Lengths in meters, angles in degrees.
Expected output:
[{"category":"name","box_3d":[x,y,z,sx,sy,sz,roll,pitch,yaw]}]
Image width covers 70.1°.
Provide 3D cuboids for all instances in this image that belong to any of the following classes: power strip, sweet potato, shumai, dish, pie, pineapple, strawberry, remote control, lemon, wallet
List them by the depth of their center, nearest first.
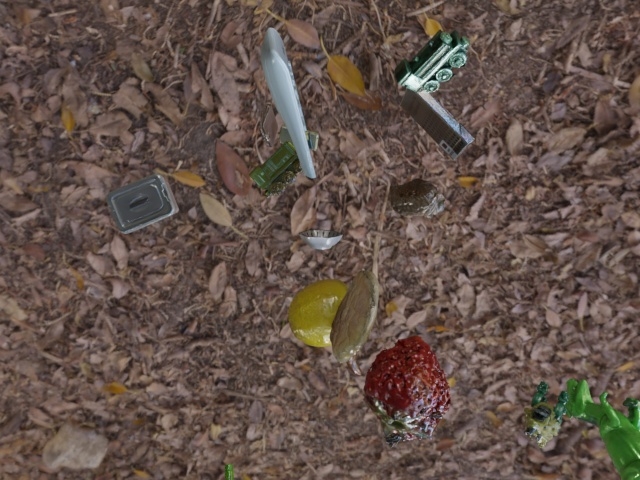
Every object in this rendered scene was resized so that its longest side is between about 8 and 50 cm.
[{"category":"remote control","box_3d":[-0.058,-0.253,0.887,0.051,0.103,0.293,-15,140,4]},{"category":"strawberry","box_3d":[0.180,0.289,0.921,0.187,0.201,0.184,39,142,-15]},{"category":"pie","box_3d":[0.077,0.175,1.033,0.052,0.185,0.218,23,98,-8]},{"category":"lemon","box_3d":[0.011,0.190,1.206,0.193,0.180,0.180,2,124,15]},{"category":"pineapple","box_3d":[0.239,0.550,1.292,0.124,0.058,0.058,-30,119,0]},{"category":"sweet potato","box_3d":[0.111,0.371,1.604,0.078,0.058,0.255,-11,108,-27]},{"category":"power strip","box_3d":[-0.091,-0.403,1.782,0.169,0.028,0.076,15,132,7]},{"category":"wallet","box_3d":[-0.204,-0.445,1.785,0.039,0.118,0.152,10,158,9]},{"category":"dish","box_3d":[0.000,0.000,1.979,0.191,0.190,0.066,1,101,-2]},{"category":"shumai","box_3d":[0.430,-0.157,2.002,0.218,0.184,0.185,-11,134,31]}]

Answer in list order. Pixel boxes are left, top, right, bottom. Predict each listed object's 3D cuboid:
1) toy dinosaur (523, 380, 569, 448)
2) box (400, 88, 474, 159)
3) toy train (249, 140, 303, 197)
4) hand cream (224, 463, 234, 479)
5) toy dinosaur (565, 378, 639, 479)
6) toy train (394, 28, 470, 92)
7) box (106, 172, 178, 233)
[{"category":"toy dinosaur","box_3d":[0.613,0.494,1.245,0.153,0.094,0.259,-51,137,-18]},{"category":"box","box_3d":[0.451,-0.469,1.791,0.047,0.180,0.325,-42,84,-6]},{"category":"toy train","box_3d":[-0.143,-0.264,1.675,0.225,0.090,0.137,-42,97,10]},{"category":"hand cream","box_3d":[-0.242,0.667,1.223,0.023,0.122,0.036,-10,153,-1]},{"category":"toy dinosaur","box_3d":[0.764,0.612,1.117,0.144,0.374,0.499,1,79,-15]},{"category":"toy train","box_3d":[0.266,-0.420,1.075,0.111,0.071,0.170,13,148,-28]},{"category":"box","box_3d":[-0.350,-0.072,0.914,0.122,0.062,0.089,-22,90,2]}]
